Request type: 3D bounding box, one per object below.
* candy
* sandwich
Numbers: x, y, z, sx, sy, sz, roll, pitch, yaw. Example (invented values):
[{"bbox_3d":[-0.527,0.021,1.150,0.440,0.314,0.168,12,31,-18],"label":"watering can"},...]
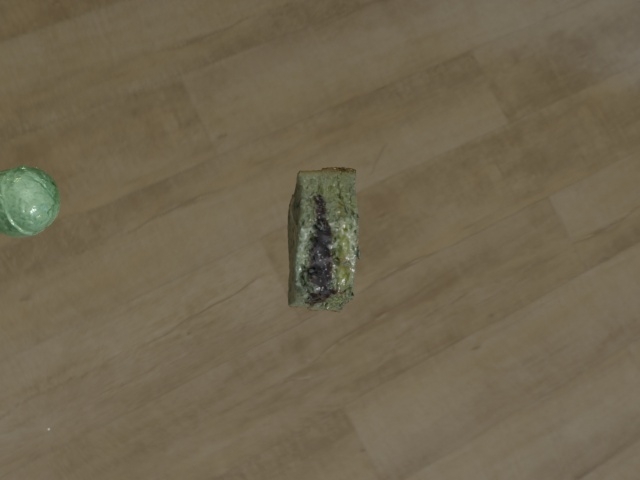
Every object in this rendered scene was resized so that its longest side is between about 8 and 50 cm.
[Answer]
[{"bbox_3d":[-0.623,-0.036,1.499,0.440,0.119,0.119,-11,79,23],"label":"candy"},{"bbox_3d":[0.000,-0.001,1.822,0.131,0.325,0.262,2,76,-7],"label":"sandwich"}]
